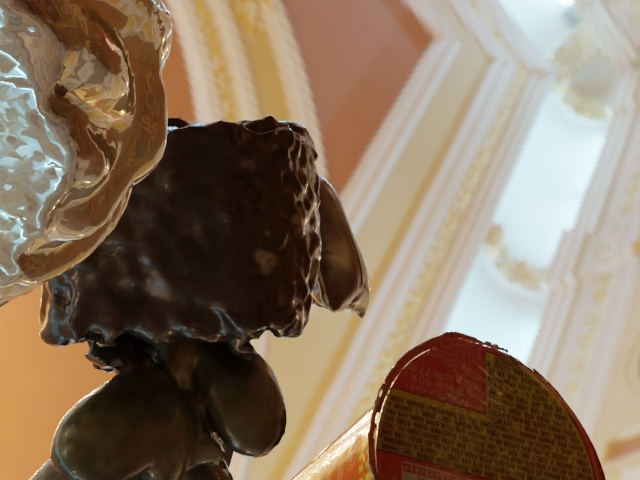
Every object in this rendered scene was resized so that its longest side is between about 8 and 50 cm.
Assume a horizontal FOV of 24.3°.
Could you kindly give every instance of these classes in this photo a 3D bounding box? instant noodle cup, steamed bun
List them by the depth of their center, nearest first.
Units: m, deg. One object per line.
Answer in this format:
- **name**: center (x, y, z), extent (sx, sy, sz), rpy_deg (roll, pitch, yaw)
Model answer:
- **steamed bun**: center (-0.123, -0.064, 0.412), extent (0.183, 0.183, 0.106), rpy_deg (42, -147, -25)
- **instant noodle cup**: center (0.054, 0.189, 0.997), extent (0.193, 0.212, 0.193), rpy_deg (17, -123, -27)

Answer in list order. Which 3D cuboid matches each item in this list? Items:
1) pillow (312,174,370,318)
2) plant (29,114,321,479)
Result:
- **pillow**: center (0.002, -0.001, 1.224), extent (0.091, 0.055, 0.136), rpy_deg (-5, -107, -45)
- **plant**: center (-0.077, 0.066, 0.774), extent (0.149, 0.146, 0.275), rpy_deg (-1, -79, -70)
